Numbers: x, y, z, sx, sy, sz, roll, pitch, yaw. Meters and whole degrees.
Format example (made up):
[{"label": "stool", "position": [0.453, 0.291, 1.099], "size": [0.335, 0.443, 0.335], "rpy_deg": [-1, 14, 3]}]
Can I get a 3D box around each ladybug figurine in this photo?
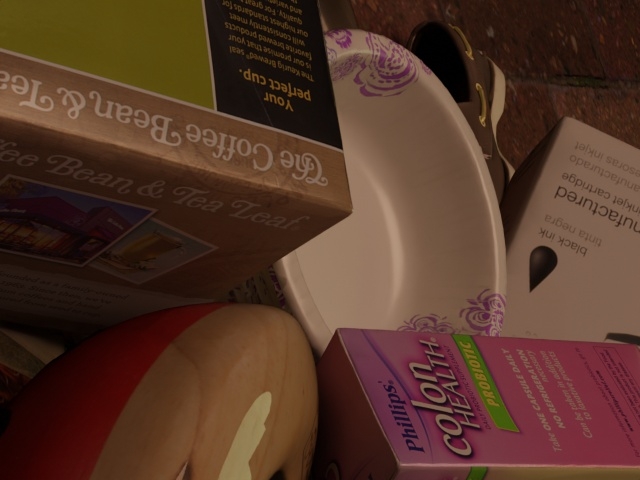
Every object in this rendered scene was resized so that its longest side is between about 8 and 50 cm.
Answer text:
[{"label": "ladybug figurine", "position": [-0.131, 0.210, 0.983], "size": [0.305, 0.162, 0.449], "rpy_deg": [94, 17, -50]}]

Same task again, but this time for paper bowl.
[{"label": "paper bowl", "position": [0.000, 0.000, 1.292], "size": [0.284, 0.148, 0.284], "rpy_deg": [19, 65, -48]}]

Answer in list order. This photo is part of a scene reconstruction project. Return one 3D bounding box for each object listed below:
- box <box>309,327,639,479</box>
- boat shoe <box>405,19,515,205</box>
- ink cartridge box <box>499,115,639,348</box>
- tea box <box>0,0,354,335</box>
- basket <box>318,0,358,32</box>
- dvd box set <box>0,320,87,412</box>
[{"label": "box", "position": [0.090, 0.176, 1.186], "size": [0.243, 0.213, 0.117], "rpy_deg": [4, 41, -30]}, {"label": "boat shoe", "position": [0.126, -0.099, 1.791], "size": [0.097, 0.116, 0.324], "rpy_deg": [45, 32, -30]}, {"label": "ink cartridge box", "position": [0.234, 0.145, 1.467], "size": [0.285, 0.166, 0.395], "rpy_deg": [25, 71, -1]}, {"label": "tea box", "position": [-0.188, -0.142, 1.055], "size": [0.329, 0.220, 0.323], "rpy_deg": [15, 55, -39]}, {"label": "basket", "position": [-0.068, -0.259, 1.513], "size": [0.227, 0.154, 0.204], "rpy_deg": [67, 20, -12]}, {"label": "dvd box set", "position": [-0.114, 0.093, 1.282], "size": [0.420, 0.062, 0.307], "rpy_deg": [44, 38, -40]}]
